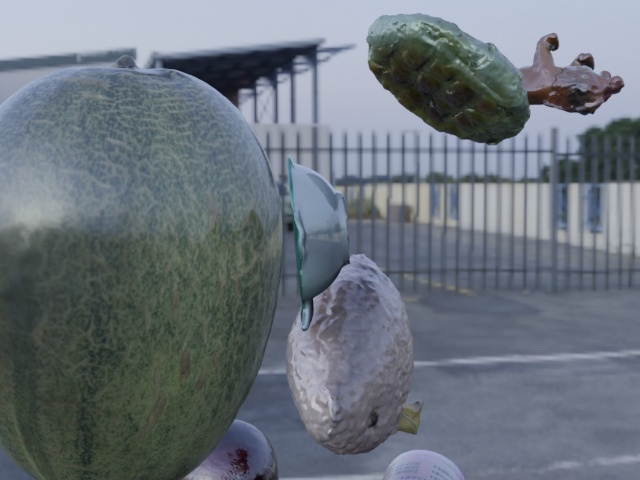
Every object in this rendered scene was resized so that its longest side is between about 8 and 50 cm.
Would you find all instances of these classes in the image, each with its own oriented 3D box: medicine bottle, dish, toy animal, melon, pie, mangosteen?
[{"bbox_3d":[0.148,0.473,1.603,0.152,0.152,0.254,1,20,19],"label":"medicine bottle"},{"bbox_3d":[0.000,0.000,1.381,0.078,0.246,0.224,-5,12,-2],"label":"dish"},{"bbox_3d":[0.354,-0.266,1.649,0.312,0.157,0.097,-3,-43,24],"label":"toy animal"},{"bbox_3d":[-0.153,0.028,0.729,0.249,0.329,0.248,5,4,0],"label":"melon"},{"bbox_3d":[0.050,0.182,1.522,0.188,0.358,0.226,-7,-42,27],"label":"toy animal"},{"bbox_3d":[0.197,-0.251,1.553,0.306,0.071,0.306,36,-15,12],"label":"pie"},{"bbox_3d":[-0.156,0.460,1.847,0.261,0.235,0.235,29,-8,-22],"label":"mangosteen"}]
